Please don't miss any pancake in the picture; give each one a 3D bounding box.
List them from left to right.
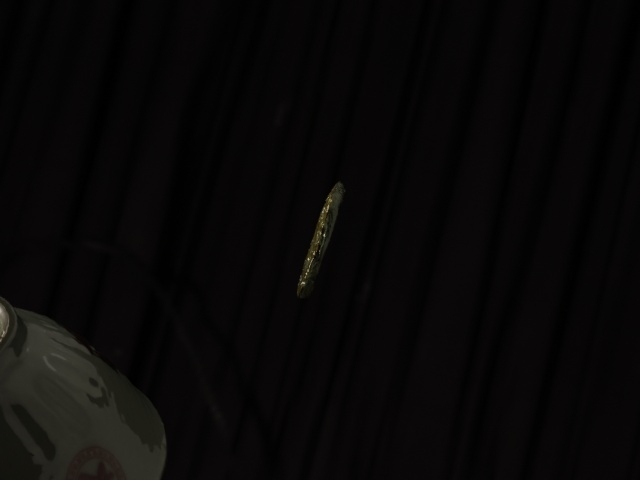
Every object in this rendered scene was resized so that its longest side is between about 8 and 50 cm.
[{"bbox_3d":[0.000,-0.001,1.685,0.017,0.108,0.108,18,167,-4],"label":"pancake"}]

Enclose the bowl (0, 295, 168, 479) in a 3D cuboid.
[{"bbox_3d":[-0.301,0.139,1.578,0.337,0.337,0.157,8,126,25],"label":"bowl"}]
